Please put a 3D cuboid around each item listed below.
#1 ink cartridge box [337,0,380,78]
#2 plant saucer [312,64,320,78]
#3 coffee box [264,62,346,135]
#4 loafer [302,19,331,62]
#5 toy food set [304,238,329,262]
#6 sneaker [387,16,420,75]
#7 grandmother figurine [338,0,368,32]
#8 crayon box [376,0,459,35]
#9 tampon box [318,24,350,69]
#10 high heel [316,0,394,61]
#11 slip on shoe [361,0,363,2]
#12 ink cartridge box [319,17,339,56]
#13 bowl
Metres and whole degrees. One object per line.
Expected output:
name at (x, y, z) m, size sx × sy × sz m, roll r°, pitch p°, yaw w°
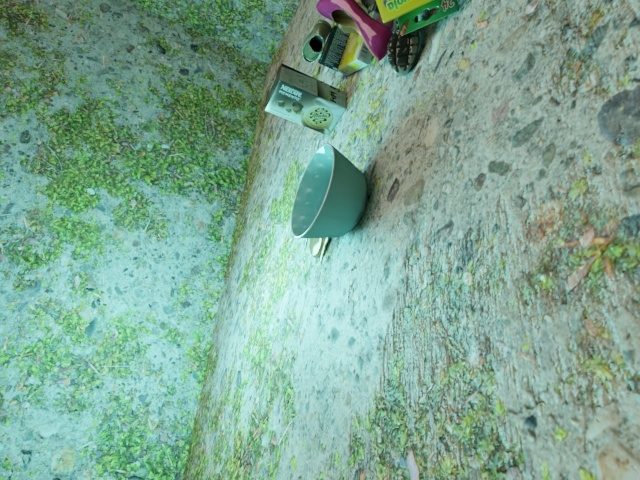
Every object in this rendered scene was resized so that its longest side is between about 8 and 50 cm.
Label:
ink cartridge box at (0.164, -0.834, 1.906) m, size 0.307 × 0.072 × 0.304 m, roll 24°, pitch 96°, yaw 68°
plant saucer at (-0.021, -0.897, 2.517) m, size 0.083 × 0.015 × 0.083 m, roll -51°, pitch 29°, yaw 43°
coffee box at (-0.061, -0.575, 1.935) m, size 0.168 × 0.297 × 0.119 m, roll -49°, pitch 30°, yaw 46°
loafer at (-0.031, -0.878, 2.105) m, size 0.087 × 0.094 × 0.251 m, roll -68°, pitch 9°, yaw -21°
toy food set at (0.000, 0.000, 1.679) m, size 0.192 × 0.038 × 0.132 m, roll -134°, pitch 57°, yaw -62°
sneaker at (0.269, -0.637, 1.450) m, size 0.101 × 0.106 × 0.267 m, roll 3°, pitch 90°, yaw 25°
grandmother figurine at (0.118, -0.979, 1.918) m, size 0.208 × 0.104 × 0.342 m, roll -47°, pitch 34°, yaw 31°
crayon box at (0.231, -0.738, 1.266) m, size 0.202 × 0.319 × 0.081 m, roll -5°, pitch 25°, yaw 47°
tampon box at (0.069, -0.854, 2.097) m, size 0.120 × 0.101 × 0.161 m, roll -105°, pitch 37°, yaw -72°
high heel at (0.105, -0.766, 1.689) m, size 0.377 × 0.127 × 0.181 m, roll 27°, pitch 91°, yaw 35°
slip on shoe at (0.181, -1.111, 2.034) m, size 0.331 × 0.123 × 0.101 m, roll -44°, pitch 38°, yaw 44°
ink cartridge box at (0.055, -0.967, 2.264) m, size 0.189 × 0.097 × 0.255 m, roll -66°, pitch 22°, yaw 14°
bowl at (0.039, -0.133, 1.491) m, size 0.311 × 0.163 × 0.312 m, roll -53°, pitch 26°, yaw 42°
